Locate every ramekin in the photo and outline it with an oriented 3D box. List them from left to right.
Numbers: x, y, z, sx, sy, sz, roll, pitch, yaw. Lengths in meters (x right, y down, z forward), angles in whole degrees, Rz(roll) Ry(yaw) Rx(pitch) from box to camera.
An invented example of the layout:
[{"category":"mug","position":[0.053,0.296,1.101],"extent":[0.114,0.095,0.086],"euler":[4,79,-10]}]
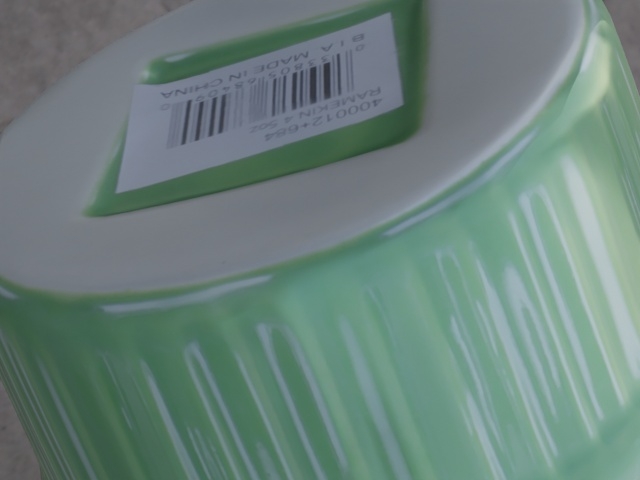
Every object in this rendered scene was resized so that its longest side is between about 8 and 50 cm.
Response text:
[{"category":"ramekin","position":[0.000,0.000,0.576],"extent":[0.303,0.303,0.148],"euler":[-55,134,-43]}]
